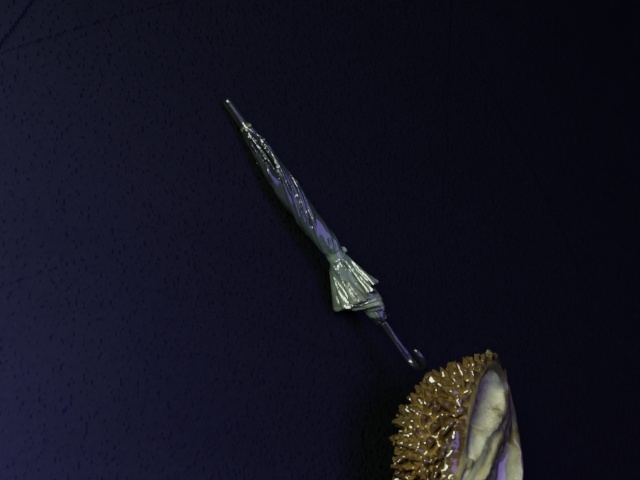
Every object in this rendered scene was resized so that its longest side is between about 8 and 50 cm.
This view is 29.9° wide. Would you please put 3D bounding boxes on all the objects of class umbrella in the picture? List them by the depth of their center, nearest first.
[{"bbox_3d":[-0.002,0.001,0.961,0.044,0.044,0.269,-38,94,-21],"label":"umbrella"}]

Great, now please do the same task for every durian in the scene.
[{"bbox_3d":[0.096,0.172,0.940,0.188,0.091,0.148,-55,135,-54],"label":"durian"}]
